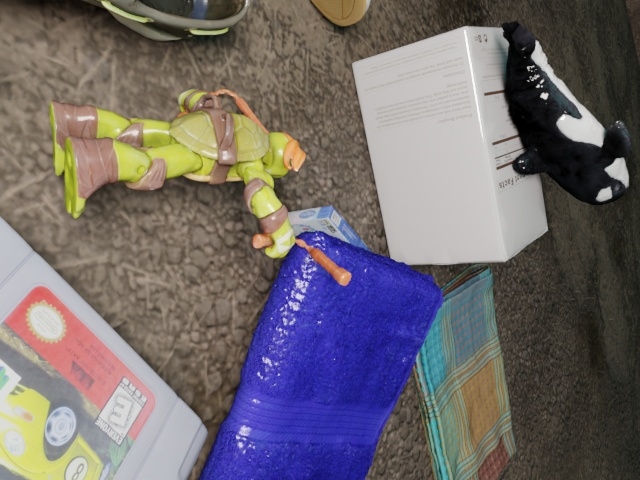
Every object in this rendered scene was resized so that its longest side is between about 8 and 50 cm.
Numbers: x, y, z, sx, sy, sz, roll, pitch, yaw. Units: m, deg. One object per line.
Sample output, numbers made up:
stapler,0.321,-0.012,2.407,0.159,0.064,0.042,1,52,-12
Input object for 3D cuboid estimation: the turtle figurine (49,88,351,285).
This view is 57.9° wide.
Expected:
turtle figurine,-0.095,-0.066,0.475,0.217,0.087,0.269,-6,50,-33

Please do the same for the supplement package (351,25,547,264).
supplement package,0.188,-0.128,0.816,0.175,0.177,0.293,-22,104,-48

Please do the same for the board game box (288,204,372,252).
board game box,0.000,0.000,0.654,0.090,0.090,0.020,48,50,-36

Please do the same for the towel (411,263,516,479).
towel,0.247,0.249,0.960,0.271,0.040,0.370,-24,105,-47

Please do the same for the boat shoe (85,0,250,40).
boat shoe,-0.156,-0.220,0.421,0.305,0.091,0.109,-10,104,-69

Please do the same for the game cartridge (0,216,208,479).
game cartridge,-0.208,0.136,0.398,0.294,0.060,0.196,56,39,-29

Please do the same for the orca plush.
orca plush,0.287,-0.127,0.720,0.102,0.151,0.287,-48,131,-4

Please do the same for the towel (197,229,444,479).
towel,0.011,0.158,0.596,0.227,0.076,0.308,19,92,-48

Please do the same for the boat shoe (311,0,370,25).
boat shoe,0.004,-0.401,0.686,0.096,0.098,0.277,-44,118,-41
